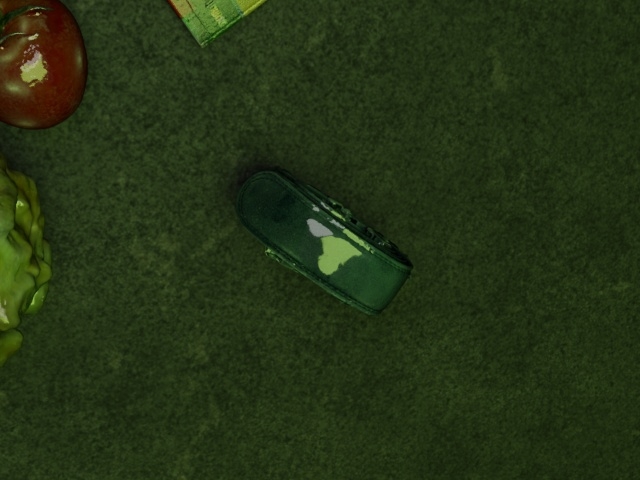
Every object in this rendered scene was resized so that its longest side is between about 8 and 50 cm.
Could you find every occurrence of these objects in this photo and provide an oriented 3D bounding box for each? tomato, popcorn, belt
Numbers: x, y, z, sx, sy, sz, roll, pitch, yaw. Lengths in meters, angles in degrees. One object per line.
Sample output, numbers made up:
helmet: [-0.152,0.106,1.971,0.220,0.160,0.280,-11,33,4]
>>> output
tomato: [-0.347,-0.210,1.124,0.167,0.167,0.167,-7,113,-17]
popcorn: [-0.446,0.003,1.097,0.274,0.279,0.336,9,115,20]
belt: [0.000,0.000,1.293,0.267,0.206,0.116,33,97,-17]

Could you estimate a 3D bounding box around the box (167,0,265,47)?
box: [-0.097,-0.368,1.210,0.235,0.034,0.132,-38,118,-2]
